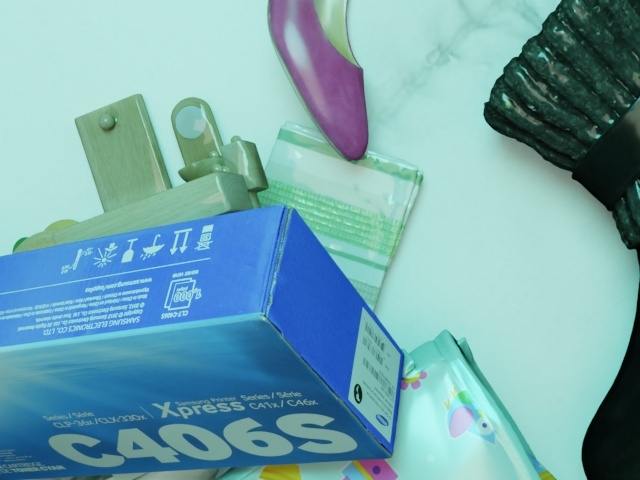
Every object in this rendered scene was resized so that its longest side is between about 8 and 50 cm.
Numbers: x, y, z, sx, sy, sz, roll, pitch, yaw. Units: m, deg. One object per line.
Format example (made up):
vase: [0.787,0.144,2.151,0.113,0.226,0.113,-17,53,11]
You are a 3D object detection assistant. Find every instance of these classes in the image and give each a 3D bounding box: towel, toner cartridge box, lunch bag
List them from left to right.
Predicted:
toner cartridge box: [-0.139,0.080,0.620,0.347,0.165,0.075,-10,49,26]
towel: [0.000,0.000,0.736,0.113,0.023,0.152,20,95,7]
lunch bag: [0.065,0.218,0.661,0.223,0.160,0.262,-33,93,6]

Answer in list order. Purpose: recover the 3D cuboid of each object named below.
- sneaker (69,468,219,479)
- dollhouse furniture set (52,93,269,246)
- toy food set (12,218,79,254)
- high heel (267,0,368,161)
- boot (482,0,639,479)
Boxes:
sneaker: [-0.129,0.194,0.725,0.235,0.090,0.095,-40,101,8]
dollhouse furniture set: [-0.119,-0.055,0.669,0.144,0.151,0.123,-19,87,13]
toy food set: [-0.202,0.031,0.753,0.082,0.020,0.083,-28,88,5]
high heel: [0.020,-0.183,0.700,0.117,0.082,0.244,-21,75,16]
boot: [0.206,-0.010,0.654,0.260,0.131,0.348,34,83,-2]
